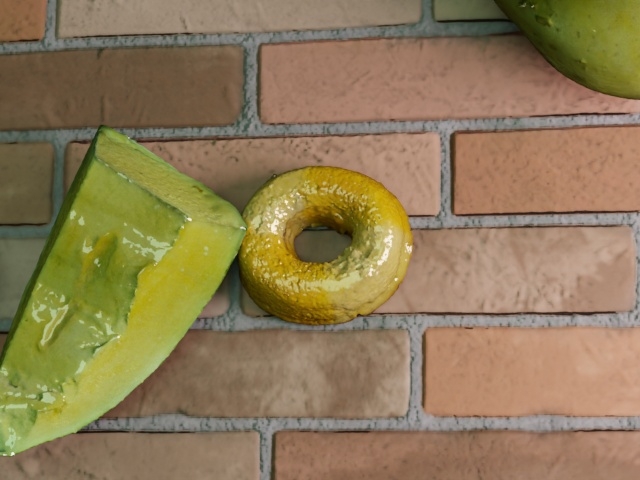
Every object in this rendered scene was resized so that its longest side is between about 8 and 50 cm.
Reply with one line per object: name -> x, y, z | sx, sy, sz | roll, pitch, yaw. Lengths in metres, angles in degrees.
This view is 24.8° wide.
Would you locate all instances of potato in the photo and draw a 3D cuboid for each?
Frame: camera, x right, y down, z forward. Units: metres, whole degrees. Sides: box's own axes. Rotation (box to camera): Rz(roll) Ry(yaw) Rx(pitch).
potato -> 0.260, -0.269, 1.371 | 0.216, 0.216, 0.304 | -34, 67, 0

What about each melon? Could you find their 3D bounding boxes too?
melon -> -0.230, 0.065, 1.422 | 0.196, 0.124, 0.323 | 33, 94, 19

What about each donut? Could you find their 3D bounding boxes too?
donut -> 0.000, 0.000, 1.428 | 0.178, 0.065, 0.162 | -9, 78, 7
